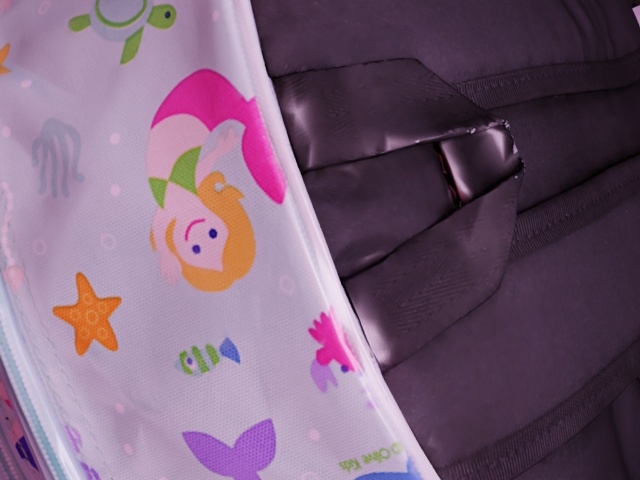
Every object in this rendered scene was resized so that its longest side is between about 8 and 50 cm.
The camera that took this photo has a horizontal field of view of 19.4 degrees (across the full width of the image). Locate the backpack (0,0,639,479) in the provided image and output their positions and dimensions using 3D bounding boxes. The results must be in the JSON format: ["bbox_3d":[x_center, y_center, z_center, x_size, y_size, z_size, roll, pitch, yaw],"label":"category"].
[{"bbox_3d":[0.000,0.000,0.512,0.191,0.253,0.225,-21,91,20],"label":"backpack"}]
